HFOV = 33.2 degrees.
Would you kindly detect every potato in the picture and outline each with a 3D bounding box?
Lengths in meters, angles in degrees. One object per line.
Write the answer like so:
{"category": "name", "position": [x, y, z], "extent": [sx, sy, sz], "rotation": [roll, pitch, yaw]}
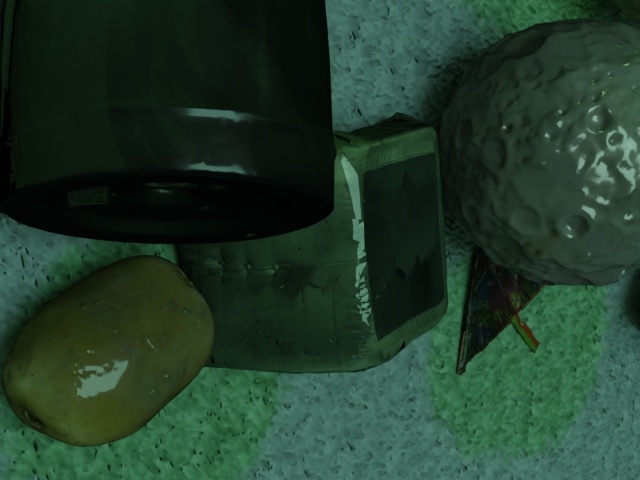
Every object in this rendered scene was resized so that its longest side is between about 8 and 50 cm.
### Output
{"category": "potato", "position": [-0.158, 0.085, 0.829], "extent": [0.118, 0.109, 0.178], "rotation": [44, 56, 15]}

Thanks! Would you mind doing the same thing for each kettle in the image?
{"category": "kettle", "position": [-0.146, -0.176, 0.753], "extent": [0.321, 0.228, 0.324], "rotation": [0, 79, -4]}

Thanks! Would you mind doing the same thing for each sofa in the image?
{"category": "sofa", "position": [0.000, 0.000, 0.950], "extent": [0.225, 0.176, 0.210], "rotation": [-27, 114, -61]}

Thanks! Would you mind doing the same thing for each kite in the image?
{"category": "kite", "position": [0.197, 0.063, 1.137], "extent": [0.190, 0.010, 0.159], "rotation": [-40, 118, -23]}

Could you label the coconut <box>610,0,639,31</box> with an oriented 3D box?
{"category": "coconut", "position": [0.401, -0.305, 1.121], "extent": [0.224, 0.234, 0.224], "rotation": [0, 97, -1]}

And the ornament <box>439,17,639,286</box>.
{"category": "ornament", "position": [0.244, -0.080, 1.021], "extent": [0.259, 0.225, 0.259], "rotation": [-4, 97, -35]}
